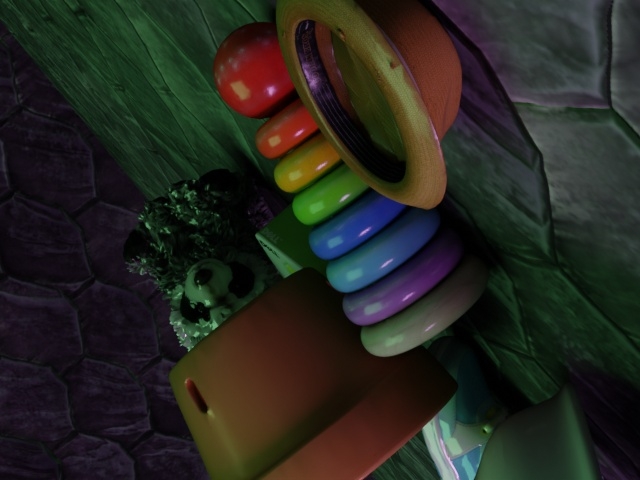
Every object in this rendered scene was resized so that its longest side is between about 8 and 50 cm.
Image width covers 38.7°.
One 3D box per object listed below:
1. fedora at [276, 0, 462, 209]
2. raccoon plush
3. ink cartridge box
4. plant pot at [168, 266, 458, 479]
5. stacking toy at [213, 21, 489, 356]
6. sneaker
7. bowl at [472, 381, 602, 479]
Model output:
[{"bbox_3d":[0.047,-0.117,0.656,0.194,0.079,0.194,49,164,19],"label":"fedora"},{"bbox_3d":[-0.093,0.075,1.404,0.446,0.216,0.299,14,-141,-59],"label":"raccoon plush"},{"bbox_3d":[0.000,0.000,1.124,0.189,0.097,0.255,36,163,44],"label":"ink cartridge box"},{"bbox_3d":[-0.028,0.167,0.990,0.203,0.291,0.291,51,168,7],"label":"plant pot"},{"bbox_3d":[0.011,-0.056,0.859,0.330,0.141,0.141,53,167,-6],"label":"stacking toy"},{"bbox_3d":[0.245,0.260,1.086,0.208,0.127,0.319,-9,102,39],"label":"sneaker"},{"bbox_3d":[0.212,0.293,0.874,0.298,0.134,0.297,-13,-90,-79],"label":"bowl"}]
